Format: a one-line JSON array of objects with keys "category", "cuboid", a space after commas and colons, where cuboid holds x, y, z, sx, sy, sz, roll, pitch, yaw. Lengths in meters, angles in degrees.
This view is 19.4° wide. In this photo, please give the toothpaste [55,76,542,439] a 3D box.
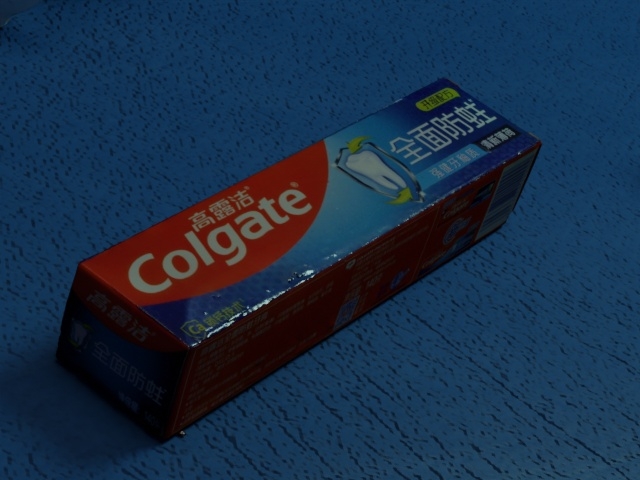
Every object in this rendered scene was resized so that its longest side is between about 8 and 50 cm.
[{"category": "toothpaste", "cuboid": [-0.001, -0.001, 0.990, 0.076, 0.066, 0.320, 35, 37, 21]}]

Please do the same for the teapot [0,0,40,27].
[{"category": "teapot", "cuboid": [-0.176, -0.258, 1.193, 0.204, 0.139, 0.298, 40, 22, -30]}]
